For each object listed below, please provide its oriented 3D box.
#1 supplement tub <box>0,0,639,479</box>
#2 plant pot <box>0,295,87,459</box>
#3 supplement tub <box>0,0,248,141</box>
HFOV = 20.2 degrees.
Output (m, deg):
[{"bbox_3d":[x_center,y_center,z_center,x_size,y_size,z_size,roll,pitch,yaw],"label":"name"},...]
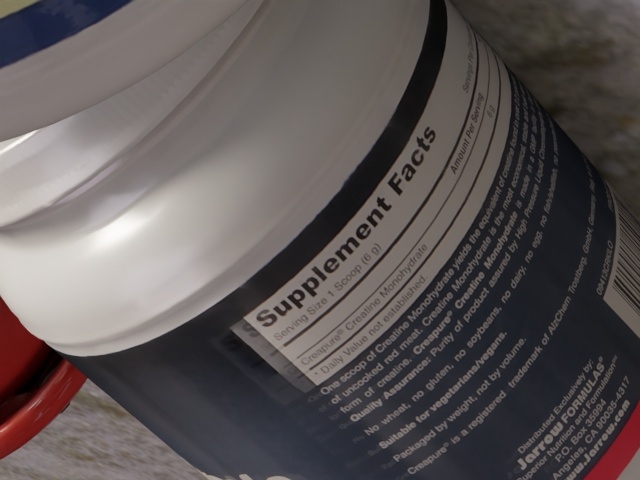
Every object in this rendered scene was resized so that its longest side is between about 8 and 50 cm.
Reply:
[{"bbox_3d":[0.000,0.000,0.672,0.191,0.191,0.272,-8,135,49],"label":"supplement tub"},{"bbox_3d":[-0.210,0.016,0.903,0.191,0.191,0.174,1,144,43],"label":"plant pot"},{"bbox_3d":[-0.138,-0.200,0.416,0.235,0.235,0.325,11,148,31],"label":"supplement tub"}]
